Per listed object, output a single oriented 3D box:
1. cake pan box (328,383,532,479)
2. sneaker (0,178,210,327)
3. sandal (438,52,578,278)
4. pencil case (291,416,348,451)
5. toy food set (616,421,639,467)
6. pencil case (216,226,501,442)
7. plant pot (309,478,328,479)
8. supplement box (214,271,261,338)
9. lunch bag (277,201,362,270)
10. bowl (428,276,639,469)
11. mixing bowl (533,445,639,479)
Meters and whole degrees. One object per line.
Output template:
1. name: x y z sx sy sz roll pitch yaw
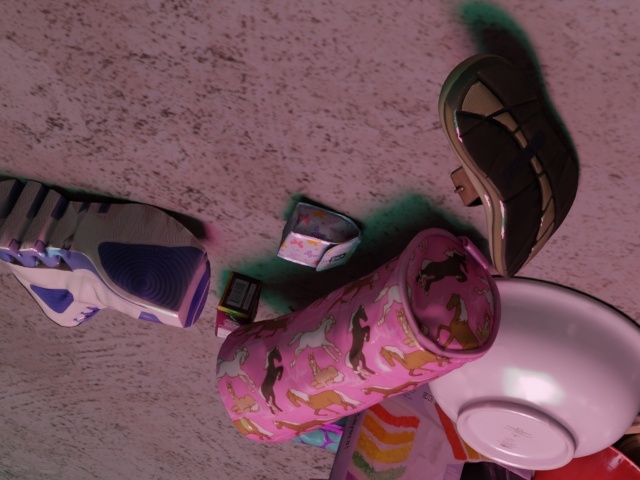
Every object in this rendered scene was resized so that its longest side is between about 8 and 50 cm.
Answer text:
1. cake pan box: 0.144 0.313 2.047 0.267 0.246 0.070 30 149 -13
2. sneaker: -0.275 0.036 2.004 0.315 0.127 0.182 18 153 18
3. sandal: 0.176 -0.081 1.567 0.086 0.120 0.303 33 160 39
4. pencil case: -0.015 0.257 2.230 0.152 0.064 0.070 10 172 17
5. toy food set: 0.435 0.276 2.025 0.132 0.038 0.192 -13 131 33
6. pencil case: 0.039 0.117 1.855 0.160 0.167 0.386 6 158 -38
7. plant pot: 0.036 0.438 2.451 0.109 0.096 0.109 -3 142 36
8. supplement box: -0.105 0.087 2.028 0.043 0.055 0.083 17 150 3
9. lunch bag: 0.000 0.000 1.832 0.083 0.053 0.071 16 151 -10
10. bowl: 0.245 0.180 1.887 0.298 0.134 0.298 16 148 10
11. mixing bowl: 0.339 0.328 2.040 0.181 0.098 0.181 37 161 14
